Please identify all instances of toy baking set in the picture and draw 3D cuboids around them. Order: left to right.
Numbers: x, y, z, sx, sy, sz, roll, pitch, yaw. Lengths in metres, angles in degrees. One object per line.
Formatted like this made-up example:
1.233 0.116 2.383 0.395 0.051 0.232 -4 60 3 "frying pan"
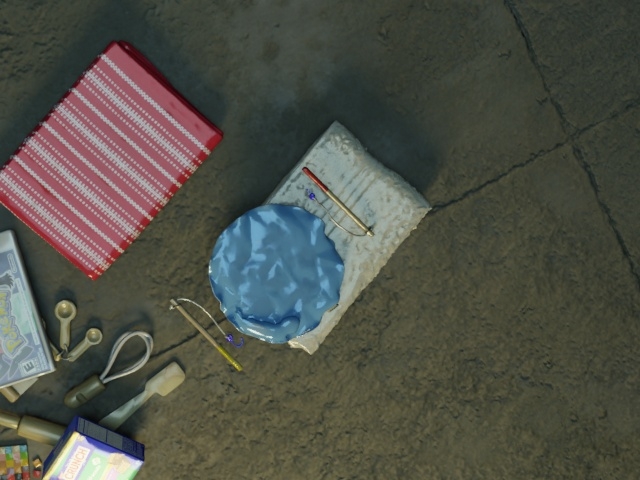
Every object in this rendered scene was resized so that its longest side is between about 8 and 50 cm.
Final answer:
-0.327 0.195 1.450 0.256 0.030 0.197 23 92 -6 "toy baking set"

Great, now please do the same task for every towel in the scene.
-0.288 -0.110 1.434 0.199 0.031 0.275 42 91 -8 "towel"
0.000 0.000 1.458 0.187 0.049 0.282 40 91 -8 "towel"

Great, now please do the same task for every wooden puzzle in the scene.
-0.427 0.307 1.461 0.083 0.006 0.049 -4 94 -5 "wooden puzzle"

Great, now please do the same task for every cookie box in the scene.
-0.306 0.299 1.431 0.107 0.040 0.092 29 107 -21 "cookie box"

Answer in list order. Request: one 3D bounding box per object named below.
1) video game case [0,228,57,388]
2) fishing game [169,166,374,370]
-0.472 0.107 1.424 0.183 0.023 0.201 -18 89 -3 "video game case"
-0.057 0.042 1.414 0.189 0.041 0.264 43 85 -15 "fishing game"
